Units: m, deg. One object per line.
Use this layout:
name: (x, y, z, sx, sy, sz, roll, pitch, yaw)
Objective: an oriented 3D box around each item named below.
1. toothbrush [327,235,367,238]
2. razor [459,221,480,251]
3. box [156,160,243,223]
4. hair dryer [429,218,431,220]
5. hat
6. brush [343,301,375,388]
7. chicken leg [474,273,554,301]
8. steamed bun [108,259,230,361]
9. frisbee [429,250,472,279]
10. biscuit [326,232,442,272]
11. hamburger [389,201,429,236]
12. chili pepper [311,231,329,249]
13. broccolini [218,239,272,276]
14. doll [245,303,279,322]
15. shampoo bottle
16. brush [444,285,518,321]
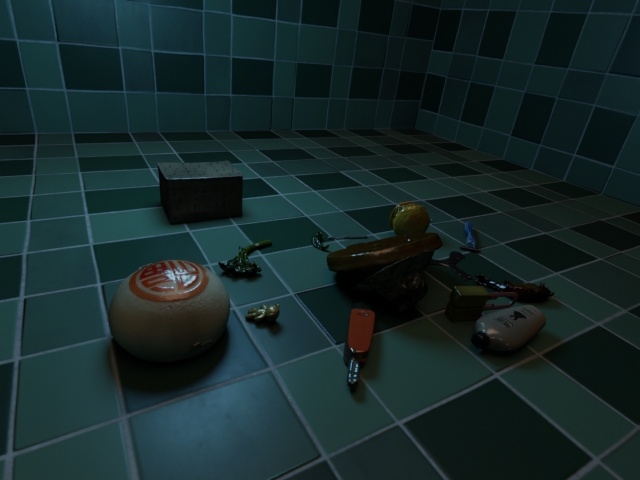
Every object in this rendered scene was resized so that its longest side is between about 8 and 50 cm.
toothbrush: (0.109, -0.014, 1.593, 0.167, 0.011, 0.014, -2, 23, -17)
razor: (0.636, -0.023, 1.706, 0.082, 0.042, 0.253, 13, 27, 13)
box: (-0.490, -0.206, 1.632, 0.297, 0.190, 0.225, -8, 30, -29)
hair dryer: (0.456, -0.115, 1.854, 0.124, 0.037, 0.063, 30, 36, 24)
hat: (0.245, 0.139, 1.192, 0.266, 0.265, 0.128, -16, 72, -38)
brush: (0.101, 0.252, 1.035, 0.070, 0.051, 0.323, 12, 28, 4)
chicken leg: (0.651, 0.158, 1.352, 0.253, 0.051, 0.106, 11, 21, 10)
steamed bun: (-0.366, 0.149, 0.985, 0.283, 0.177, 0.283, 5, 28, -3)
frisbee: (0.489, 0.091, 1.480, 0.211, 0.012, 0.187, -8, 31, -28)
biscuit: (0.202, 0.043, 1.334, 0.395, 0.070, 0.350, -13, 4, -24)
hamburger: (0.360, -0.081, 1.629, 0.162, 0.162, 0.115, 0, 26, -13)
chili pepper: (-0.008, 0.000, 1.515, 0.056, 0.035, 0.118, -16, 28, -8)
broccolini: (-0.218, 0.050, 1.356, 0.123, 0.062, 0.271, 26, 28, 13)
doll: (-0.156, 0.193, 1.088, 0.093, 0.051, 0.061, 10, 34, 8)
shampoo bottle: (0.518, 0.246, 1.118, 0.257, 0.078, 0.127, -13, 37, -30)
brush: (0.497, 0.187, 1.204, 0.234, 0.103, 0.047, 0, 31, -15)
